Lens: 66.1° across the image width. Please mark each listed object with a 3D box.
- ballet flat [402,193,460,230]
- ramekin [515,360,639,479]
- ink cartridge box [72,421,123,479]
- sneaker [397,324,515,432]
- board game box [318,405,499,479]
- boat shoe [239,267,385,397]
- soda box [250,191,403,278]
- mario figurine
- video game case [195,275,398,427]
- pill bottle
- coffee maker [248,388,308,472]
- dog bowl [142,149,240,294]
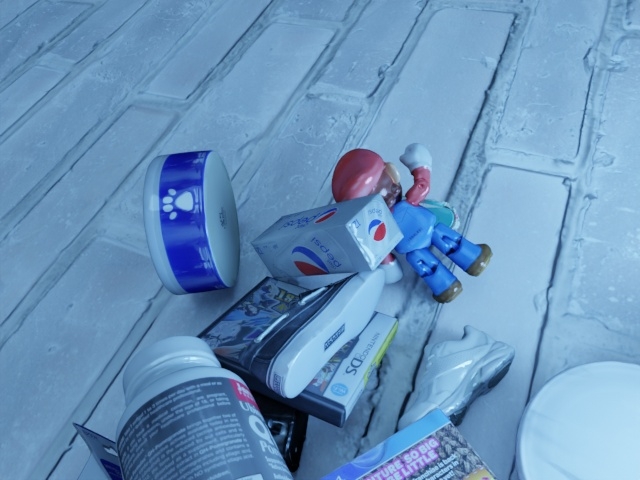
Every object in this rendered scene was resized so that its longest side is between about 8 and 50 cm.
[{"bbox_3d":[0.157,-0.053,0.988,0.241,0.077,0.091,16,91,17],"label":"ballet flat"},{"bbox_3d":[0.388,0.308,0.641,0.272,0.127,0.273,-5,53,6],"label":"ramekin"},{"bbox_3d":[-0.218,0.410,0.649,0.069,0.176,0.371,-41,57,-18],"label":"ink cartridge box"},{"bbox_3d":[0.194,0.222,0.778,0.232,0.090,0.115,-32,47,-24],"label":"sneaker"},{"bbox_3d":[0.134,0.393,0.571,0.232,0.141,0.291,-24,42,-16],"label":"board game box"},{"bbox_3d":[-0.002,0.118,0.768,0.102,0.108,0.301,22,39,28],"label":"boat shoe"},{"bbox_3d":[0.000,0.000,0.867,0.286,0.091,0.098,-9,28,51],"label":"soda box"},{"bbox_3d":[0.156,-0.044,0.905,0.320,0.170,0.198,46,66,7],"label":"mario figurine"},{"bbox_3d":[-0.037,0.163,0.817,0.274,0.035,0.248,16,30,21],"label":"video game case"},{"bbox_3d":[-0.142,0.267,0.589,0.176,0.176,0.318,-30,43,-12],"label":"pill bottle"},{"bbox_3d":[-0.112,0.271,0.786,0.178,0.120,0.171,3,28,12],"label":"coffee maker"},{"bbox_3d":[-0.232,-0.034,0.927,0.104,0.265,0.265,-7,53,2],"label":"dog bowl"}]
